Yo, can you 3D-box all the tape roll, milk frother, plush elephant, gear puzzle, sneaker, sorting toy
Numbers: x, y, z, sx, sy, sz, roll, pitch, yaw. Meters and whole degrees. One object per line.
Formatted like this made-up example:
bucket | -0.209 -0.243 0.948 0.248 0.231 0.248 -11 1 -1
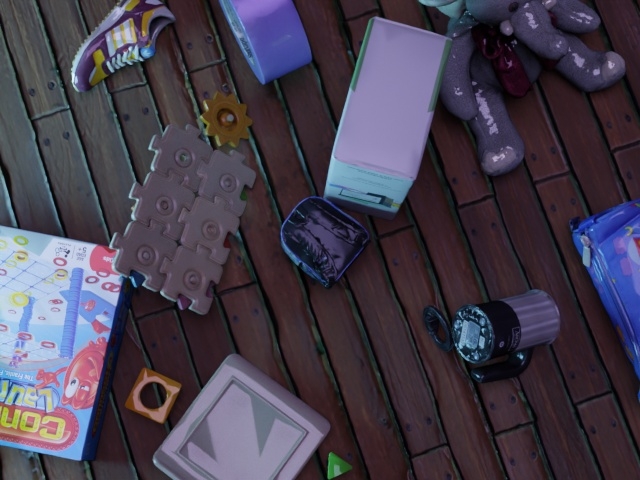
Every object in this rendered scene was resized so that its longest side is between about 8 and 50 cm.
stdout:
tape roll | -0.088 -0.329 1.658 0.080 0.189 0.189 -27 80 -5
milk frother | 0.239 0.118 1.624 0.135 0.129 0.143 -9 44 -35
plush elephant | 0.275 -0.309 1.617 0.272 0.255 0.330 -33 81 -5
gear puzzle | -0.190 -0.073 1.655 0.175 0.044 0.338 29 66 -26
sneaker | -0.297 -0.290 1.714 0.084 0.069 0.185 33 82 12
sorting toy | -0.112 0.287 1.617 0.348 0.047 0.196 36 77 6

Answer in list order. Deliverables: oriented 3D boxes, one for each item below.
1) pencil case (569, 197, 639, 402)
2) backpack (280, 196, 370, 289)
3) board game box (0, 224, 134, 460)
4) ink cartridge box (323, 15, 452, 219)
pencil case | 0.458 0.088 1.608 0.133 0.119 0.306 -14 78 -26
backpack | 0.000 0.000 1.648 0.114 0.084 0.105 40 82 2
board game box | -0.444 0.137 1.626 0.308 0.086 0.301 10 79 2
ink cartridge box | 0.087 -0.158 1.581 0.117 0.278 0.201 15 80 0
